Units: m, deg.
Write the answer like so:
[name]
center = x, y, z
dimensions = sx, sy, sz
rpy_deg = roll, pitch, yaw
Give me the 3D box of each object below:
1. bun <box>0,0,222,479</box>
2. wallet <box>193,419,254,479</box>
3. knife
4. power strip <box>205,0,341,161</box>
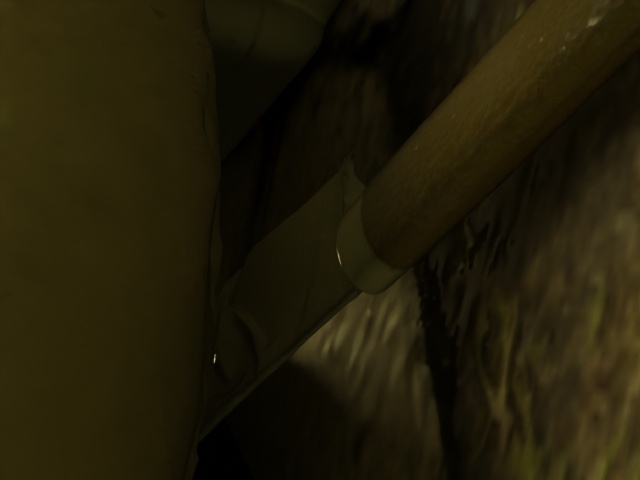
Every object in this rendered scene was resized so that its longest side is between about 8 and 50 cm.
[bun]
center = -0.169, 0.044, 0.458
dimensions = 0.364, 0.202, 0.364
rpy_deg = -46, 36, 49
[wallet]
center = -0.054, 0.136, 0.463
dimensions = 0.182, 0.049, 0.229
rpy_deg = -68, 22, 11
[knife]
center = 0.002, 0.001, 0.401
dimensions = 0.298, 0.017, 0.047
rpy_deg = -46, 36, 42
[power strip]
center = -0.071, -0.050, 0.623
dimensions = 0.338, 0.058, 0.098
rpy_deg = 138, 142, -56
